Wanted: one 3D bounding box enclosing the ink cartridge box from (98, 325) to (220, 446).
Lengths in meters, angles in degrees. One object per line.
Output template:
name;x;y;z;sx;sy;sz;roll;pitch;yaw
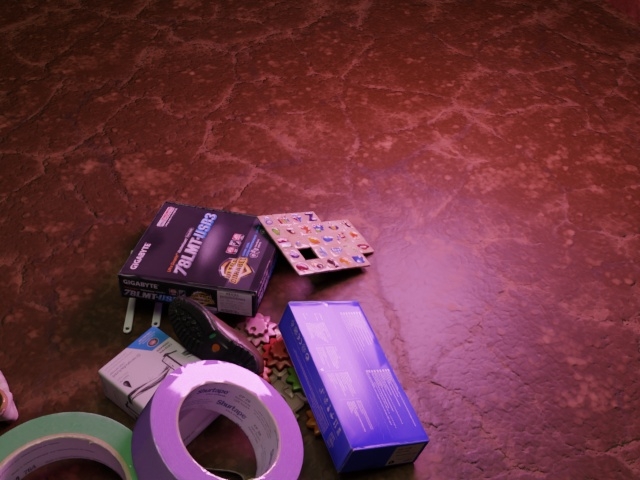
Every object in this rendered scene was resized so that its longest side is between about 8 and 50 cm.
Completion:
ink cartridge box;-0.293;0.278;1.459;0.203;0.085;0.148;29;51;26

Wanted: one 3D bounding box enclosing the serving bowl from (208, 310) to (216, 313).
serving bowl;-0.239;0.117;1.653;0.083;0.027;0.083;8;48;-8

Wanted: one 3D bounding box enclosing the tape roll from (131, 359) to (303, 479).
tape roll;-0.169;0.337;1.283;0.275;0.090;0.274;24;37;-19

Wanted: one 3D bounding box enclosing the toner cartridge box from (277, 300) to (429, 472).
toner cartridge box;0.053;0.263;1.457;0.165;0.075;0.347;3;41;-29

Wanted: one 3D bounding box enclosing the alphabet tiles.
alphabet tiles;0.000;0.000;1.741;0.237;0.009;0.198;-6;44;-37

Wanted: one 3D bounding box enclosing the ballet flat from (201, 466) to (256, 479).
ballet flat;-0.203;0.424;1.334;0.250;0.058;0.084;9;46;8

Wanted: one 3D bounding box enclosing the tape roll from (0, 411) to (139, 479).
tape roll;-0.414;0.431;1.224;0.321;0.077;0.321;2;46;-2

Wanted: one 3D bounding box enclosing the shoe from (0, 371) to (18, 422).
shoe;-0.650;0.278;1.482;0.219;0.058;0.076;36;85;35

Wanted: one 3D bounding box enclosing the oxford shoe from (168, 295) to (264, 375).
oxford shoe;-0.203;0.192;1.491;0.227;0.096;0.082;40;97;15

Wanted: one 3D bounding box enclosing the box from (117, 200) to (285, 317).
box;-0.248;0.034;1.681;0.294;0.073;0.295;10;34;6

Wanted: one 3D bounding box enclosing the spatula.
spatula;-0.345;0.102;1.684;0.168;0.019;0.242;-1;45;-3

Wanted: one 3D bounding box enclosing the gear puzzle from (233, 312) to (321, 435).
gear puzzle;-0.079;0.269;1.502;0.175;0.044;0.339;-33;54;-30
